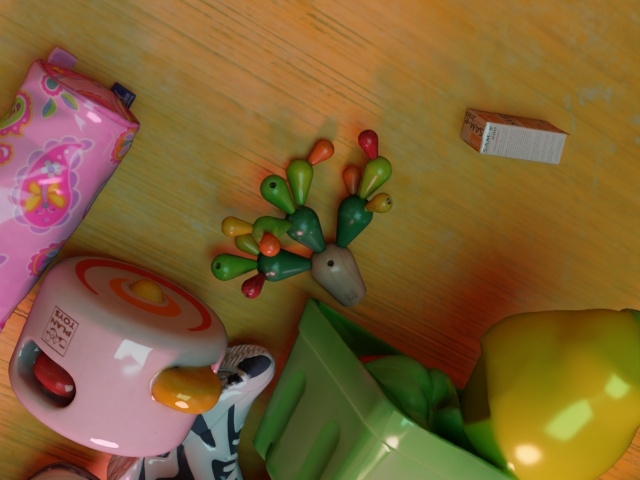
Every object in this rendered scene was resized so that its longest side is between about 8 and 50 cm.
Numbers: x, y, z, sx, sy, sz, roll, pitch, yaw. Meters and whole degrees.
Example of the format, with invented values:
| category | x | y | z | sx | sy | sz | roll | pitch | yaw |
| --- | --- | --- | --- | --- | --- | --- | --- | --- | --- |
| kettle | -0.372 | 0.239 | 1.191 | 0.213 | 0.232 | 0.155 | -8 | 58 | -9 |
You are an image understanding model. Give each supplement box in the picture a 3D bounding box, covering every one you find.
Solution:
| category | x | y | z | sx | sy | sz | roll | pitch | yaw |
| --- | --- | --- | --- | --- | --- | --- | --- | --- | --- |
| supplement box | 0.207 | -0.111 | 1.119 | 0.098 | 0.062 | 0.036 | 6 | 109 | -16 |

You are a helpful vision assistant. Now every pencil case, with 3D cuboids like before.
| category | x | y | z | sx | sy | sz | roll | pitch | yaw |
| --- | --- | --- | --- | --- | --- | --- | --- | --- | --- |
| pencil case | -0.290 | -0.039 | 1.003 | 0.124 | 0.124 | 0.284 | 32 | 99 | -21 |

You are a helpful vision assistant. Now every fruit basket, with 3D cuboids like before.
| category | x | y | z | sx | sy | sz | roll | pitch | yaw |
| --- | --- | --- | --- | --- | --- | --- | --- | --- | --- |
| fruit basket | 0.170 | 0.178 | 1.070 | 0.391 | 0.283 | 0.392 | -9 | 117 | -18 |

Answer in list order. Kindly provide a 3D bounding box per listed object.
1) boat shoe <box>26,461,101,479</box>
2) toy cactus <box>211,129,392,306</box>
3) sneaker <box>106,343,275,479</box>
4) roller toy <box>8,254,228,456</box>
| category | x | y | z | sx | sy | sz | roll | pitch | yaw |
| --- | --- | --- | --- | --- | --- | --- | --- | --- | --- |
| boat shoe | -0.345 | 0.374 | 1.115 | 0.122 | 0.120 | 0.324 | 33 | 111 | -17 |
| toy cactus | 0.000 | 0.000 | 1.099 | 0.219 | 0.112 | 0.180 | -39 | 123 | -6 |
| sneaker | -0.104 | 0.229 | 1.153 | 0.235 | 0.094 | 0.153 | -45 | 114 | 5 |
| roller toy | -0.195 | 0.106 | 1.030 | 0.191 | 0.209 | 0.146 | 23 | 102 | -14 |
